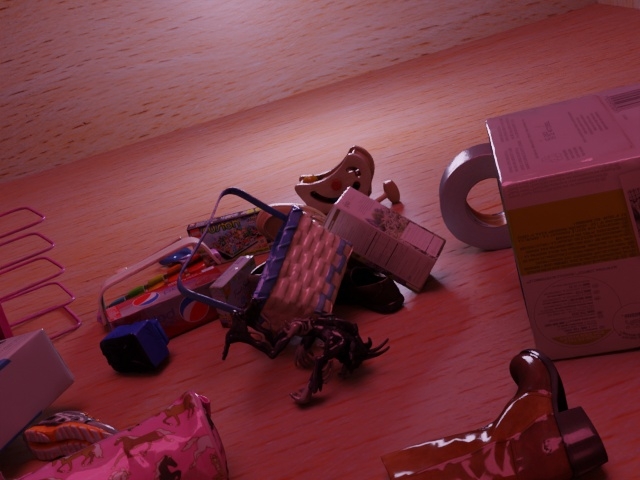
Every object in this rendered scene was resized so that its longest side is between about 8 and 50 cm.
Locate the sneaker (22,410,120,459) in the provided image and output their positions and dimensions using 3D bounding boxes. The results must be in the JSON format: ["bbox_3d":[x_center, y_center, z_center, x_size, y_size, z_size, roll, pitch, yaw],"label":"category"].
[{"bbox_3d":[-0.420,0.333,1.398,0.215,0.084,0.083,-3,21,30],"label":"sneaker"}]

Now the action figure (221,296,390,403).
[{"bbox_3d":[-0.025,0.192,1.407,0.276,0.140,0.164,13,17,1],"label":"action figure"}]

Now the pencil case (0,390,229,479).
[{"bbox_3d":[-0.322,0.362,1.174,0.386,0.167,0.160,-21,-9,-13],"label":"pencil case"}]

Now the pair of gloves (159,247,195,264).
[{"bbox_3d":[-0.328,0.025,2.124,0.198,0.023,0.159,-26,23,-25],"label":"pair of gloves"}]

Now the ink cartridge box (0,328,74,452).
[{"bbox_3d":[-0.656,0.298,1.495,0.308,0.129,0.223,-16,19,29],"label":"ink cartridge box"}]

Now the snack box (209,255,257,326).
[{"bbox_3d":[-0.178,0.108,1.731,0.037,0.100,0.141,-3,26,27],"label":"snack box"}]

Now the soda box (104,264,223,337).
[{"bbox_3d":[-0.325,0.150,1.739,0.263,0.092,0.083,-22,24,-16],"label":"soda box"}]

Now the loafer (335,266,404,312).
[{"bbox_3d":[0.078,0.086,1.646,0.220,0.078,0.080,7,32,43],"label":"loafer"}]

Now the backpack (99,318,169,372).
[{"bbox_3d":[-0.374,0.214,1.626,0.120,0.098,0.101,-17,15,30],"label":"backpack"}]

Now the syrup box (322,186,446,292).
[{"bbox_3d":[0.126,-0.003,1.645,0.237,0.096,0.093,29,34,6],"label":"syrup box"}]

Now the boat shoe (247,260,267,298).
[{"bbox_3d":[-0.057,0.049,1.800,0.109,0.091,0.305,1,28,35],"label":"boat shoe"}]

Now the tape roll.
[{"bbox_3d":[0.360,-0.092,1.692,0.219,0.219,0.072,-10,23,13],"label":"tape roll"}]

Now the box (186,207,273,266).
[{"bbox_3d":[-0.219,-0.008,2.009,0.207,0.114,0.036,-14,22,4],"label":"box"}]

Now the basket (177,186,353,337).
[{"bbox_3d":[-0.104,0.050,1.552,0.254,0.289,0.201,-66,9,-31],"label":"basket"}]

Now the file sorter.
[{"bbox_3d":[-0.702,0.088,1.879,0.182,0.290,0.202,-24,24,-27],"label":"file sorter"}]

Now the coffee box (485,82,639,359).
[{"bbox_3d":[0.486,-0.042,1.347,0.338,0.334,0.337,-12,24,14],"label":"coffee box"}]

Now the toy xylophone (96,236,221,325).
[{"bbox_3d":[-0.389,0.078,1.897,0.323,0.081,0.236,-27,11,0],"label":"toy xylophone"}]

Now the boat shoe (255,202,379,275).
[{"bbox_3d":[0.000,0.000,1.718,0.285,0.104,0.089,17,20,-12],"label":"boat shoe"}]

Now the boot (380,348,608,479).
[{"bbox_3d":[0.224,0.280,1.141,0.281,0.096,0.264,-22,30,3],"label":"boot"}]

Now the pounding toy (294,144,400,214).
[{"bbox_3d":[0.062,-0.147,2.096,0.270,0.154,0.155,-9,23,16],"label":"pounding toy"}]
